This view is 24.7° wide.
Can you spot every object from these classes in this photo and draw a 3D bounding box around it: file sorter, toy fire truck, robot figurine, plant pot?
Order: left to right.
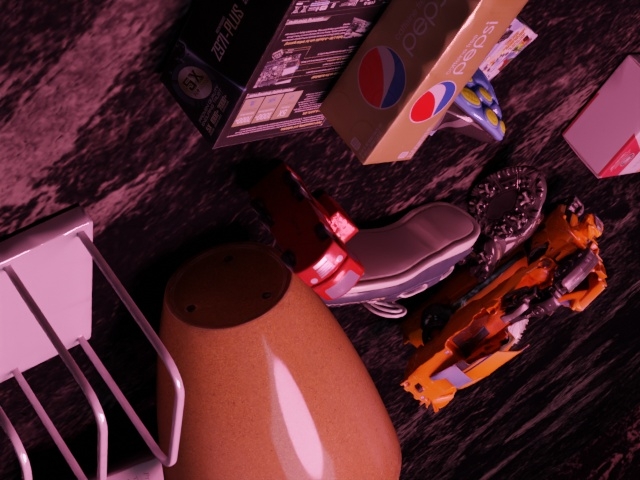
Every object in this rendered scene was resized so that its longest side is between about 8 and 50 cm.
[{"bbox_3d":[-0.267,0.140,1.137,0.278,0.173,0.193,-26,155,-23],"label":"file sorter"},{"bbox_3d":[-0.059,0.135,1.372,0.237,0.237,0.254,-29,133,-18],"label":"plant pot"},{"bbox_3d":[0.000,0.000,1.300,0.047,0.192,0.135,-41,129,7],"label":"toy fire truck"},{"bbox_3d":[0.219,0.068,1.721,0.291,0.085,0.211,-37,-159,20],"label":"robot figurine"}]

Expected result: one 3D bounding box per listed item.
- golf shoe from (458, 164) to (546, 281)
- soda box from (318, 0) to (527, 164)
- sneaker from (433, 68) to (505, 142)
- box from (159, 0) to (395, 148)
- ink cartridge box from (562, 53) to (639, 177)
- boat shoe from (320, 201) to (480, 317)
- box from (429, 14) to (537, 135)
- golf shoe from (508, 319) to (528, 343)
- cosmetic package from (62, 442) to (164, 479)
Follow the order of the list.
[{"bbox_3d":[0.212,-0.037,1.636,0.094,0.077,0.198,-37,169,-31],"label":"golf shoe"},{"bbox_3d":[0.077,-0.139,1.034,0.058,0.061,0.181,-10,144,-47],"label":"soda box"},{"bbox_3d":[0.082,-0.122,1.251,0.188,0.067,0.078,12,144,-35],"label":"sneaker"},{"bbox_3d":[-0.004,-0.155,1.068,0.180,0.077,0.147,-15,148,-42],"label":"box"},{"bbox_3d":[0.376,-0.143,1.655,0.175,0.072,0.127,-10,145,-48],"label":"ink cartridge box"},{"bbox_3d":[0.065,0.028,1.514,0.254,0.095,0.079,-26,145,-47],"label":"boat shoe"},{"bbox_3d":[0.124,-0.157,1.318,0.137,0.027,0.094,-43,157,15],"label":"box"},{"bbox_3d":[0.246,0.084,1.947,0.086,0.069,0.176,24,115,-42],"label":"golf shoe"},{"bbox_3d":[-0.119,0.312,1.585,0.385,0.217,0.156,-15,176,-41],"label":"cosmetic package"}]
